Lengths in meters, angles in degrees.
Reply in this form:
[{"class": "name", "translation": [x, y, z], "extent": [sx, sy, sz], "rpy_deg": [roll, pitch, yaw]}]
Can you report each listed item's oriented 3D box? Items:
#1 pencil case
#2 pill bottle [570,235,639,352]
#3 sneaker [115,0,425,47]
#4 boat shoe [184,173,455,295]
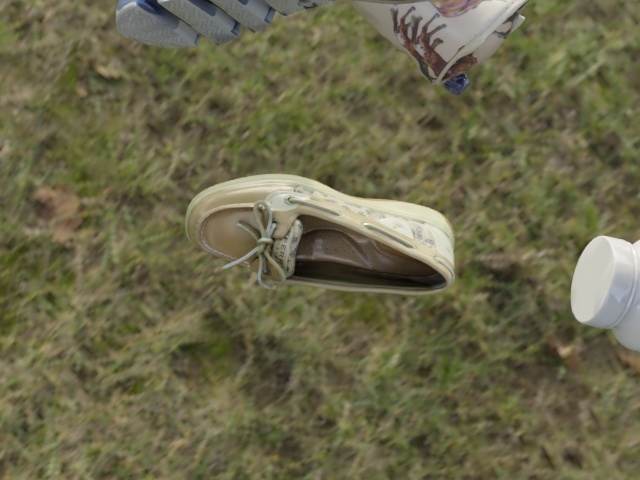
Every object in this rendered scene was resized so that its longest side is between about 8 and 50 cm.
[{"class": "pencil case", "translation": [0.055, -0.355, 1.834], "extent": [0.410, 0.160, 0.183], "rpy_deg": [43, 11, 8]}, {"class": "pill bottle", "translation": [0.371, 0.064, 1.613], "extent": [0.216, 0.121, 0.121], "rpy_deg": [14, 60, -15]}, {"class": "sneaker", "translation": [-0.011, -0.263, 1.164], "extent": [0.127, 0.315, 0.182], "rpy_deg": [29, 54, -71]}, {"class": "boat shoe", "translation": [0.000, 0.000, 1.642], "extent": [0.285, 0.105, 0.089], "rpy_deg": [4, 30, -1]}]
